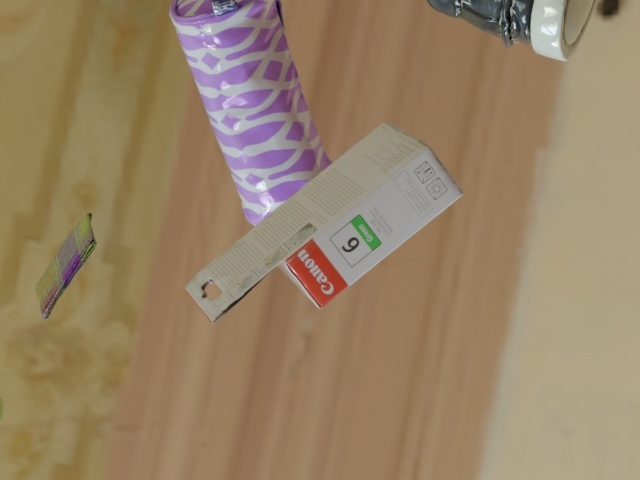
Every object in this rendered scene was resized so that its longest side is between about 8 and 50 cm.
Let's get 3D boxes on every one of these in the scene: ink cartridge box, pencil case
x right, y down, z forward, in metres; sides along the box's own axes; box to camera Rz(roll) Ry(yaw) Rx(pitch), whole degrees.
[{"bbox_3d":[0.000,0.000,0.826,0.115,0.063,0.029,-40,-71,-3],"label":"ink cartridge box"},{"bbox_3d":[-0.045,-0.108,1.482,0.088,0.086,0.206,-21,-60,-5],"label":"pencil case"}]

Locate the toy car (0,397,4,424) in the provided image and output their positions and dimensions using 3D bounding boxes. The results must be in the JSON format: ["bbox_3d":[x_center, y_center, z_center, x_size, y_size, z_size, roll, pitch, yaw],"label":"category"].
[{"bbox_3d":[-0.308,0.086,1.368,0.182,0.159,0.136,9,-102,-17],"label":"toy car"}]

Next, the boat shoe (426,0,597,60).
[{"bbox_3d":[0.148,-0.279,1.243,0.127,0.113,0.340,46,-122,-69],"label":"boat shoe"}]

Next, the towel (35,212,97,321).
[{"bbox_3d":[-0.205,0.020,1.582,0.009,0.060,0.083,29,-76,-22],"label":"towel"}]
